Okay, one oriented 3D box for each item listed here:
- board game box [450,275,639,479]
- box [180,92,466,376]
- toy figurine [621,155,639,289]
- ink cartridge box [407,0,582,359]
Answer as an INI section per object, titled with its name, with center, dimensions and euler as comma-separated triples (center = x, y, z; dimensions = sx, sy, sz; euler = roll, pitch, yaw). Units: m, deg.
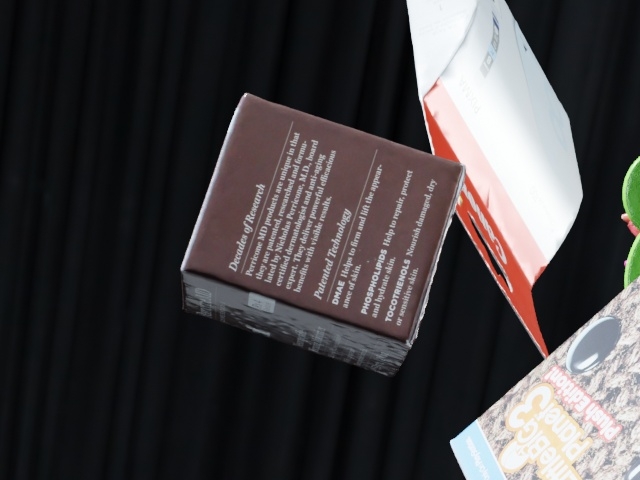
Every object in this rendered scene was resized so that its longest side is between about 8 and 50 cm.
[board game box]
center = 0.263, 0.142, 1.280
dimensions = 0.141, 0.291, 0.232
euler = 42, 11, -26
[box]
center = 0.000, 0.000, 1.639
dimensions = 0.203, 0.167, 0.168
euler = 17, -14, 1
[toy figurine]
center = 0.273, 0.009, 1.474
dimensions = 0.130, 0.173, 0.159
euler = -27, 4, -4
[ink cartridge box]
center = 0.200, -0.102, 2.033
dimensions = 0.091, 0.308, 0.385
euler = -22, 41, 15
